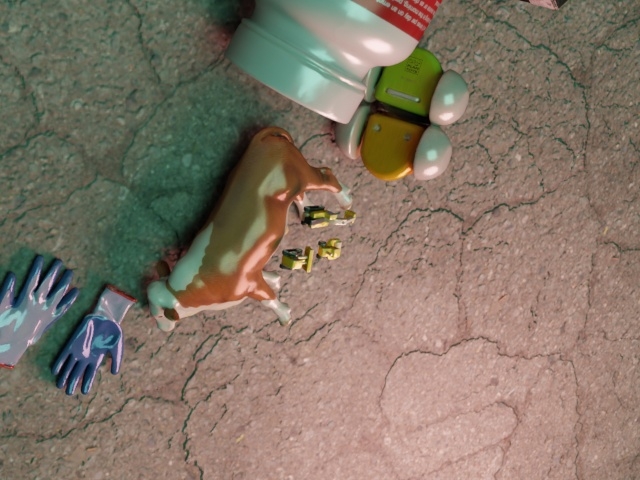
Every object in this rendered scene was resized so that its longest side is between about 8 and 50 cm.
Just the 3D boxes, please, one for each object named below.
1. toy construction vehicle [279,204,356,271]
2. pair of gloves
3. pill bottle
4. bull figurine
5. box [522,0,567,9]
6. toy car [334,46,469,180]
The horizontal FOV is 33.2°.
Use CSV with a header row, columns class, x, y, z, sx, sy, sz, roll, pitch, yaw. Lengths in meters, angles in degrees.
class,x,y,z,sx,sy,sz,roll,pitch,yaw
toy construction vehicle,0.000,0.000,1.393,0.098,0.035,0.085,-3,113,-42
pair of gloves,-0.326,0.111,1.358,0.198,0.023,0.159,27,96,-36
pill bottle,0.055,-0.356,1.260,0.229,0.229,0.407,22,102,-36
bull figurine,-0.096,0.006,1.410,0.188,0.101,0.310,27,97,-40
box,0.310,-0.395,1.435,0.184,0.191,0.045,-44,127,-8
toy car,0.119,-0.171,1.456,0.136,0.159,0.182,-14,122,-66
